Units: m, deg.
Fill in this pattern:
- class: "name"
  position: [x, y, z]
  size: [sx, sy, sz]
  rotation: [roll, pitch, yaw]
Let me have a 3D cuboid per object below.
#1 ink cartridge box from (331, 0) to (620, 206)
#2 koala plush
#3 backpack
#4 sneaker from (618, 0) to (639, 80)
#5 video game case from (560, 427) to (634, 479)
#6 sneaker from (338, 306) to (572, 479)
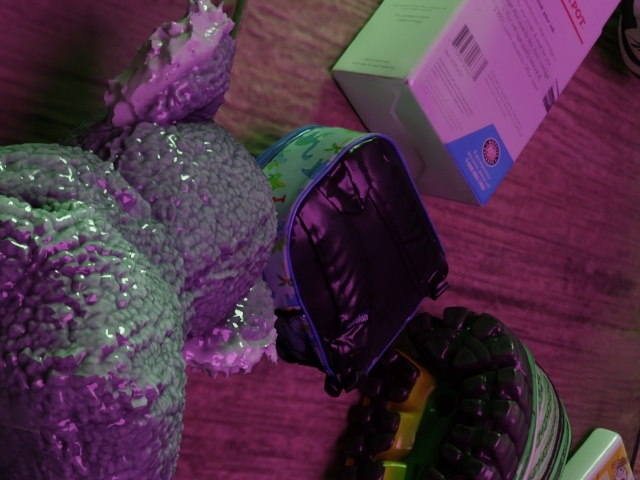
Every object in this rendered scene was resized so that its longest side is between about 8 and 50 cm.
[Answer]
- class: "ink cartridge box"
  position: [0.097, -0.122, 0.813]
  size: [0.180, 0.060, 0.104]
  rotation: [-54, 131, -22]
- class: "koala plush"
  position: [-0.095, 0.013, 0.579]
  size: [0.221, 0.203, 0.196]
  rotation: [-36, 125, -48]
- class: "backpack"
  position: [0.000, 0.000, 0.728]
  size: [0.105, 0.084, 0.114]
  rotation: [-46, 133, -28]
- class: "sneaker"
  position: [0.248, -0.222, 0.897]
  size: [0.235, 0.094, 0.153]
  rotation: [-61, 156, -2]
- class: "video game case"
  position: [0.167, 0.281, 1.009]
  size: [0.227, 0.026, 0.206]
  rotation: [-42, 127, -29]
- class: "sneaker"
  position: [0.066, 0.221, 0.814]
  size: [0.146, 0.134, 0.344]
  rotation: [37, 73, -44]
